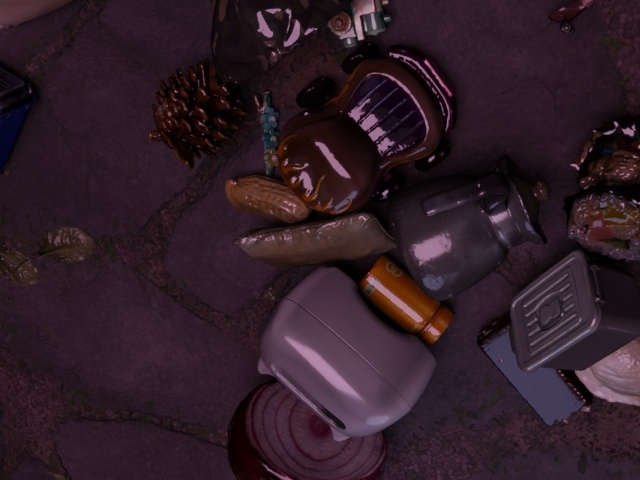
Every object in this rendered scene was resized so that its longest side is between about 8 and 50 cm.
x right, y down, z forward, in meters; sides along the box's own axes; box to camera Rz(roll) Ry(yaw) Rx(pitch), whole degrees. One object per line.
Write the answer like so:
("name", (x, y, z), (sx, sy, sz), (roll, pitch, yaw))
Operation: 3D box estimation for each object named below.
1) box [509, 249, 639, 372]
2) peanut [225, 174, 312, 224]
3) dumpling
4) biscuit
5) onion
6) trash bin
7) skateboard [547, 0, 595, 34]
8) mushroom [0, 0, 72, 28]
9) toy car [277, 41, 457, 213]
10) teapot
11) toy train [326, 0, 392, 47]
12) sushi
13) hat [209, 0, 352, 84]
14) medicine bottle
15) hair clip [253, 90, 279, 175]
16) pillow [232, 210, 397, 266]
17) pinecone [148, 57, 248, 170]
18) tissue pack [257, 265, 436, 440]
("box", (0.467, 0.140, 1.684), (0.135, 0.163, 0.243), (13, 144, -22))
("peanut", (-0.105, -0.084, 1.877), (0.194, 0.093, 0.083), (16, 81, 21))
("dumpling", (0.569, 0.236, 1.758), (0.215, 0.126, 0.166), (23, 125, 8))
("biscuit", (0.429, 0.254, 1.838), (0.106, 0.070, 0.252), (-40, 94, 27))
("onion", (-0.039, 0.461, 1.960), (0.336, 0.282, 0.260), (14, 136, -6))
("trash bin", (-0.730, -0.246, 1.969), (0.162, 0.184, 0.234), (32, 122, 6))
("skateboard", (0.456, -0.427, 1.584), (0.151, 0.067, 0.080), (-38, 85, 21))
("mushroom", (-0.573, -0.518, 1.838), (0.407, 0.137, 0.154), (-2, 97, 25))
("toy car", (0.074, -0.193, 1.688), (0.340, 0.240, 0.271), (-36, 96, 25))
("teapot", (0.272, -0.060, 1.675), (0.285, 0.223, 0.305), (-25, 134, 16))
("toy train", (0.063, -0.454, 1.685), (0.125, 0.081, 0.194), (-8, 106, 16))
("sushi", (0.549, -0.090, 1.613), (0.238, 0.219, 0.225), (21, 155, -19))
("hat", (-0.128, -0.483, 1.618), (0.366, 0.257, 0.382), (-35, 89, 25))
("medicine bottle", (0.168, 0.121, 1.857), (0.192, 0.096, 0.096), (39, 116, 2))
("hair clip", (-0.105, -0.212, 1.848), (0.049, 0.049, 0.173), (-1, 108, 18))
("pillow", (0.000, 0.000, 1.835), (0.302, 0.185, 0.075), (-10, 69, 21))
("pinecone", (-0.233, -0.255, 1.802), (0.212, 0.168, 0.186), (-40, 77, 23))
("tissue pack", (0.039, 0.234, 1.834), (0.333, 0.236, 0.229), (41, 160, 1))
